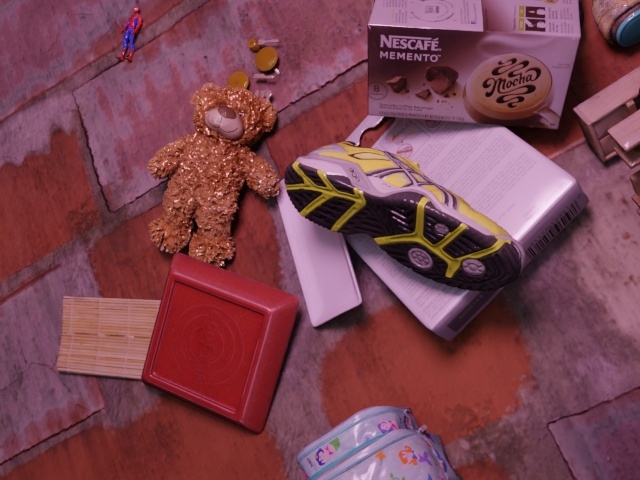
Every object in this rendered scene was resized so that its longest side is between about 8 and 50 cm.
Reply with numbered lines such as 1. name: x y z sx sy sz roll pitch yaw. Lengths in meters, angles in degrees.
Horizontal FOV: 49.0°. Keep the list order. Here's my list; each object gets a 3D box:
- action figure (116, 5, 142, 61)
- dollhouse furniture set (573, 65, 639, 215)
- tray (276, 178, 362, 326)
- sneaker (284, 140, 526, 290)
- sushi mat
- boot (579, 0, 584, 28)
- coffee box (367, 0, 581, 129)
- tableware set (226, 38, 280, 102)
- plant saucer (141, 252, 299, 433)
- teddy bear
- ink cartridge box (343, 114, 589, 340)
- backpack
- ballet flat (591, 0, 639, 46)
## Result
1. action figure: -0.392 -0.429 1.450 0.038 0.030 0.115 10 83 27
2. dollhouse furniture set: 0.495 -0.132 0.971 0.161 0.212 0.242 -33 46 12
3. tray: 0.000 0.000 1.202 0.145 0.030 0.270 -34 67 50
4. sneaker: 0.133 -0.060 1.043 0.385 0.145 0.147 29 51 23
5. sushi mat: -0.367 0.187 1.340 0.317 0.019 0.151 1 80 20
6. boot: 0.264 -0.429 1.172 0.338 0.118 0.222 -1 74 13
7. coffee box: 0.223 -0.279 1.070 0.297 0.168 0.118 7 49 9
8. tableware set: -0.128 -0.308 1.334 0.104 0.024 0.154 6 84 25
9. plant saucer: -0.191 0.181 1.228 0.259 0.048 0.258 19 98 18
10. teddy bear: -0.200 -0.118 1.269 0.245 0.113 0.338 40 101 19
11. ink cartridge box: 0.186 -0.074 1.161 0.308 0.091 0.385 -47 52 8
12. backpack: 0.075 0.354 1.019 0.225 0.253 0.191 -35 71 13
13. ballet flat: 0.573 -0.416 1.043 0.349 0.123 0.123 -26 73 15
